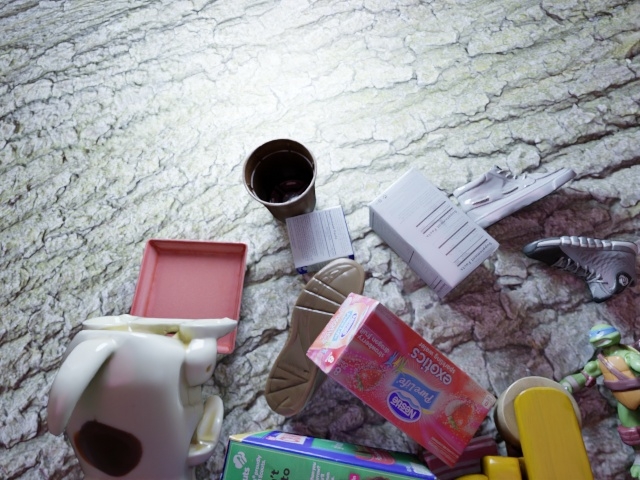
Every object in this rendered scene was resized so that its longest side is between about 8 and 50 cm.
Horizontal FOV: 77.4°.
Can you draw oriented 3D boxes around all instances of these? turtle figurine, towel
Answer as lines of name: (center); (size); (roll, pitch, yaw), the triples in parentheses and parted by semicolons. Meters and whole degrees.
turtle figurine: (0.534, 0.300, 0.712); (0.198, 0.275, 0.266); (-34, 72, 30)
towel: (0.294, 0.483, 0.750); (0.144, 0.029, 0.197); (-20, 68, 7)

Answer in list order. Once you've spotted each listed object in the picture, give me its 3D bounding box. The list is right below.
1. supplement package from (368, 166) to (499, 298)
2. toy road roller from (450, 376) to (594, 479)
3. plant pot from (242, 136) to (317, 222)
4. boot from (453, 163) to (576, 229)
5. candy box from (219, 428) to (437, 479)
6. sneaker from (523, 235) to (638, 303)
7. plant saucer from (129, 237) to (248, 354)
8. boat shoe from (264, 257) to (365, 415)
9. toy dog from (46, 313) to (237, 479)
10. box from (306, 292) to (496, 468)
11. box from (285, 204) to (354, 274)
supplement package: (0.236, -0.014, 0.878); (0.134, 0.139, 0.244); (-41, 73, -7)
toy road roller: (0.299, 0.402, 0.653); (0.241, 0.202, 0.329); (-4, 61, 14)
plant pot: (-0.080, -0.125, 0.938); (0.167, 0.165, 0.166); (-2, 71, 6)
boot: (0.439, -0.131, 0.915); (0.258, 0.095, 0.123); (-28, 78, -2)
candy box: (0.017, 0.416, 0.690); (0.317, 0.268, 0.122); (5, 69, 8)
sneaker: (0.556, 0.065, 0.845); (0.229, 0.086, 0.132); (2, 74, 6)
plant saucer: (-0.305, 0.127, 0.942); (0.259, 0.047, 0.258); (2, 72, 7)
boat shoe: (-0.005, 0.198, 0.851); (0.122, 0.110, 0.341); (25, 79, 22)
toy dog: (-0.303, 0.349, 0.695); (0.285, 0.395, 0.407); (1, 85, -7)
box: (0.143, 0.249, 0.738); (0.300, 0.142, 0.154); (41, 79, -11)
box: (0.000, 0.000, 0.935); (0.137, 0.072, 0.126); (-14, 71, 3)
